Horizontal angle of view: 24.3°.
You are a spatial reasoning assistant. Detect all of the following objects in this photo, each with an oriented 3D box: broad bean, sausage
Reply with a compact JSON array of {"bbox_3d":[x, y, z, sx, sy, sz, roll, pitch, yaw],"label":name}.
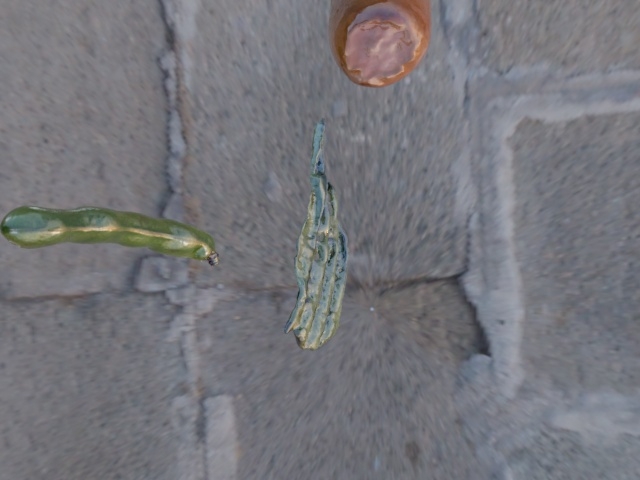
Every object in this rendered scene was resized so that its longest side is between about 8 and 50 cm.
[{"bbox_3d":[-0.207,-0.007,1.472,0.052,0.256,0.052,-33,61,40],"label":"broad bean"},{"bbox_3d":[0.045,-0.179,1.104,0.076,0.197,0.076,2,124,2],"label":"sausage"}]

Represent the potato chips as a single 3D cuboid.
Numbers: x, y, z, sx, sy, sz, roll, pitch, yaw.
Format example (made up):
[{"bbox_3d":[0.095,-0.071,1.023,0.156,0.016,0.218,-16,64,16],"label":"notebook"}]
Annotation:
[{"bbox_3d":[-0.001,0.000,1.296,0.028,0.092,0.207,-6,63,22],"label":"potato chips"}]
